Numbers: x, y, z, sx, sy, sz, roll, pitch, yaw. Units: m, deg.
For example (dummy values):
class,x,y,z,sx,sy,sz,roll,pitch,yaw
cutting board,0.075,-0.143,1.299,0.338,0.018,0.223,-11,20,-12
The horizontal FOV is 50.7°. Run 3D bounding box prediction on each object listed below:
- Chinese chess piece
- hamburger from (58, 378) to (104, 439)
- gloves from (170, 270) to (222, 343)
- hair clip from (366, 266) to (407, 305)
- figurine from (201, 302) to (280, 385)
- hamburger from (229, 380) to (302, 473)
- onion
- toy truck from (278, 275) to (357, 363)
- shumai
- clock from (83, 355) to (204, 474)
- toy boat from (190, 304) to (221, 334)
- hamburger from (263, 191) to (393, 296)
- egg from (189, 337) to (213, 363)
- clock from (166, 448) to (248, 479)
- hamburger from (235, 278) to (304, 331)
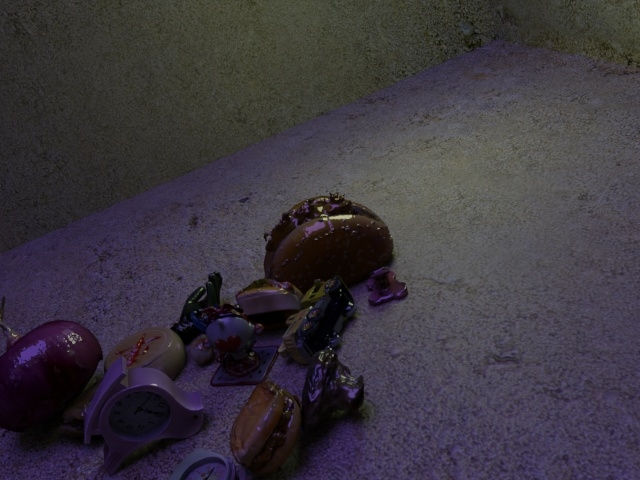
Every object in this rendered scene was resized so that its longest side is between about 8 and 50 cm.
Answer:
class,x,y,z,sx,sy,sz,roll,pitch,yaw
Chinese chess piece,-0.533,0.365,2.050,0.251,0.097,0.251,-17,26,8
hamburger,-0.632,0.485,1.899,0.206,0.130,0.183,-22,17,45
gloves,-0.392,0.220,2.212,0.135,0.107,0.268,7,55,36
hair clip,0.191,0.136,2.025,0.123,0.102,0.138,-19,-6,0
figurine,-0.251,0.268,1.881,0.183,0.226,0.160,-9,30,24
hamburger,-0.129,0.428,1.543,0.214,0.108,0.213,-47,24,28
onion,-0.838,0.382,1.982,0.345,0.358,0.358,23,38,6
toy truck,-0.017,0.229,1.904,0.157,0.124,0.272,-15,29,36
shumai,0.029,0.362,1.612,0.153,0.161,0.209,7,40,5
clock,-0.462,0.470,1.727,0.290,0.275,0.080,-57,27,12
toy boat,-0.303,0.249,2.064,0.223,0.097,0.100,16,22,36
hamburger,0.000,0.000,2.144,0.445,0.287,0.268,-24,28,0
egg,-0.355,0.328,2.020,0.071,0.071,0.083,-21,12,0
clock,-0.257,0.556,1.527,0.191,0.062,0.151,0,33,35
hamburger,-0.148,0.190,2.020,0.210,0.173,0.116,-12,53,20
